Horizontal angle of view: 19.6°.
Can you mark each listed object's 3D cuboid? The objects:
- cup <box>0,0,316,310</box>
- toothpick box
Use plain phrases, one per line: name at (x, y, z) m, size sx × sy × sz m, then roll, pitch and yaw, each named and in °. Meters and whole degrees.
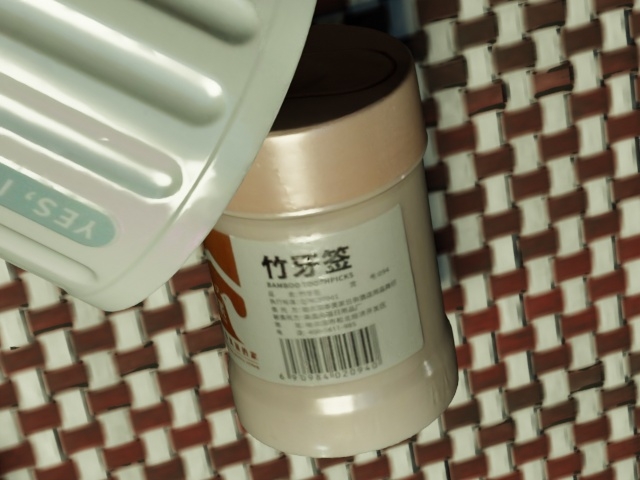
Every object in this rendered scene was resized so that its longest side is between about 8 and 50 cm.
cup at (-0.137, -0.067, 0.637) m, size 0.202 × 0.167 × 0.221 m, roll 25°, pitch 104°, yaw -23°
toothpick box at (0.000, 0.000, 0.748) m, size 0.098 × 0.098 × 0.149 m, roll -16°, pitch 120°, yaw -9°
